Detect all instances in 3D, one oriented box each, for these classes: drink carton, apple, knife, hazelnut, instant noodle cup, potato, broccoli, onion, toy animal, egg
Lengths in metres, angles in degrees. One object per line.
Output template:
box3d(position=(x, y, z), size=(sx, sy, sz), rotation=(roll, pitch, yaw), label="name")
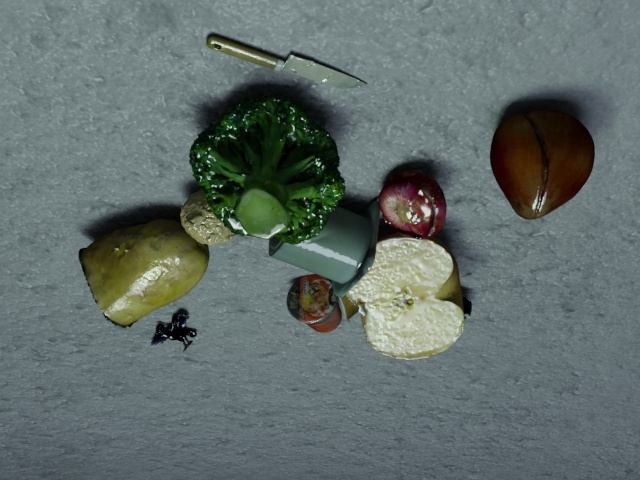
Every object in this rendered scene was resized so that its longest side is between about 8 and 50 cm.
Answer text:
box3d(position=(0.000, 0.000, 1.856), size=(0.190, 0.185, 0.191), rotation=(18, 145, -20), label="drink carton")
box3d(position=(0.191, 0.109, 1.996), size=(0.251, 0.163, 0.293), rotation=(-11, 105, 7), label="apple")
box3d(position=(-0.053, -0.308, 1.538), size=(0.298, 0.017, 0.047), rotation=(15, 137, -21), label="knife")
box3d(position=(0.406, -0.133, 1.629), size=(0.208, 0.208, 0.208), rotation=(0, 146, 0), label="hazelnut")
box3d(position=(-0.005, 0.164, 2.165), size=(0.127, 0.127, 0.135), rotation=(-9, 153, 14), label="instant noodle cup")
box3d(position=(-0.367, 0.049, 1.935), size=(0.266, 0.229, 0.229), rotation=(-29, 139, 14), label="potato")
box3d(position=(-0.099, -0.118, 1.602), size=(0.298, 0.297, 0.297), rotation=(1, 110, 3), label="broccoli")
box3d(position=(0.205, -0.084, 1.810), size=(0.150, 0.140, 0.150), rotation=(20, 126, 31), label="onion")
box3d(position=(-0.385, 0.246, 2.342), size=(0.108, 0.062, 0.220), rotation=(31, 140, -11), label="toy animal")
box3d(position=(-0.228, -0.048, 1.832), size=(0.140, 0.118, 0.116), rotation=(1, 124, -43), label="egg")

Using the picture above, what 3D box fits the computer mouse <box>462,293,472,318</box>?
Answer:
box3d(position=(0.266, 0.149, 2.163), size=(0.242, 0.077, 0.146), rotation=(18, 142, -25), label="computer mouse")

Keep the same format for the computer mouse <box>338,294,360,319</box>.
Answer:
box3d(position=(0.083, 0.121, 2.121), size=(0.045, 0.102, 0.199), rotation=(36, 159, 28), label="computer mouse")
